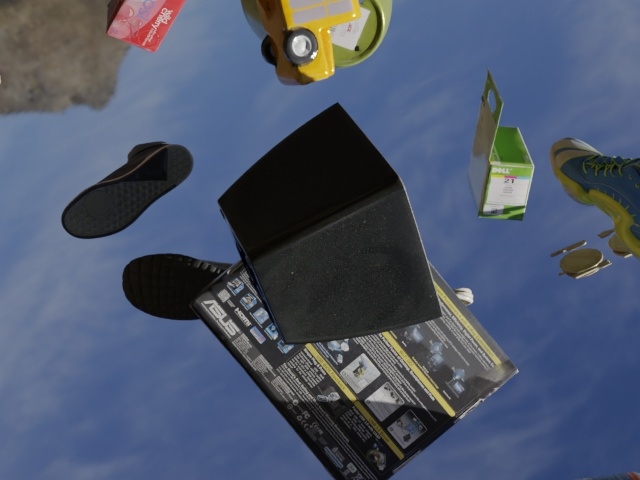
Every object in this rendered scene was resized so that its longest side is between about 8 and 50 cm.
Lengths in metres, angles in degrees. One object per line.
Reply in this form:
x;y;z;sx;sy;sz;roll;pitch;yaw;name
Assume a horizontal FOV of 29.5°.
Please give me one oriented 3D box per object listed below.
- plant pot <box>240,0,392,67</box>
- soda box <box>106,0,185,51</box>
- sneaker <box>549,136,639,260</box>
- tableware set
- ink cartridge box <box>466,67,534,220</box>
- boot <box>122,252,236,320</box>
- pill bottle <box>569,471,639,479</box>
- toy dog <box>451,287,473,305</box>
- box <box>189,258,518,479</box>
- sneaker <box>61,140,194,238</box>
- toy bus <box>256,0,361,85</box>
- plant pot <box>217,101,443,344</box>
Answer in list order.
0.012;-0.404;2.101;0.275;0.274;0.293;-28;-154;3;plant pot
-0.242;-0.425;1.902;0.263;0.092;0.083;-53;-151;33;soda box
0.402;-0.083;1.594;0.091;0.126;0.240;-21;-126;-30;sneaker
0.574;0.031;2.437;0.194;0.039;0.128;-22;-156;-3;tableware set
0.374;-0.195;2.479;0.097;0.255;0.189;5;-150;-5;ink cartridge box
-0.171;0.097;2.189;0.338;0.118;0.223;6;173;6;boot
0.353;0.401;1.714;0.221;0.124;0.124;-8;-159;-3;pill bottle
0.106;0.204;1.993;0.334;0.161;0.220;-8;157;-11;toy dog
0.048;0.141;1.821;0.318;0.395;0.097;-40;-178;1;box
-0.312;-0.083;1.944;0.226;0.086;0.163;-31;-164;-8;sneaker
-0.036;-0.389;1.697;0.130;0.332;0.108;-19;-167;-19;toy bus
0.000;0.000;1.278;0.167;0.188;0.187;-25;-143;-5;plant pot
